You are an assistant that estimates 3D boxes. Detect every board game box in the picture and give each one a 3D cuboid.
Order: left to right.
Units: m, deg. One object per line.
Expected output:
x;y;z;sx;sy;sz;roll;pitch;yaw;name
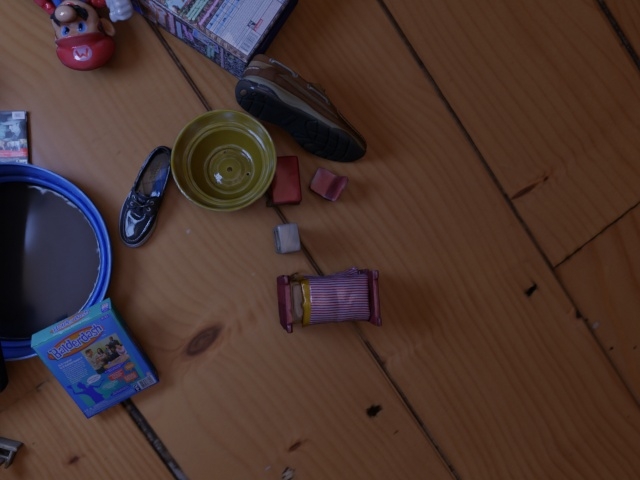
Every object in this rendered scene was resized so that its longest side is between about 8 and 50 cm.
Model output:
-0.442;0.236;1.154;0.160;0.047;0.210;-26;122;-10;board game box
-0.218;-0.524;1.221;0.291;0.141;0.232;33;83;-7;board game box

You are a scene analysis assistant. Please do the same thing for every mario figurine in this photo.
-0.495;-0.495;1.148;0.170;0.198;0.320;-6;81;-50;mario figurine

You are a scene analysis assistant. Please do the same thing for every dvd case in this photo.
-0.649;-0.208;1.197;0.087;0.013;0.119;-4;90;-10;dvd case

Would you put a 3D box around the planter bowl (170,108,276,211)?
-0.198;-0.160;1.230;0.217;0.090;0.217;0;83;0;planter bowl

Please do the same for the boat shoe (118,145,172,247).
-0.362;-0.094;1.212;0.080;0.076;0.228;25;84;-8;boat shoe

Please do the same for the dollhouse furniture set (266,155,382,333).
0.000;0.000;1.235;0.202;0.152;0.373;-5;89;-10;dollhouse furniture set

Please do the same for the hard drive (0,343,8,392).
-0.711;0.238;1.036;0.255;0.054;0.171;-7;123;-25;hard drive

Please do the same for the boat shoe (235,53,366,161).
-0.024;-0.281;1.226;0.324;0.123;0.119;29;63;-34;boat shoe

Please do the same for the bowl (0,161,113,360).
-0.615;0.041;1.162;0.392;0.077;0.390;0;88;-10;bowl

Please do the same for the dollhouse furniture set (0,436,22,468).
-0.665;0.380;1.085;0.161;0.182;0.101;19;85;-9;dollhouse furniture set
